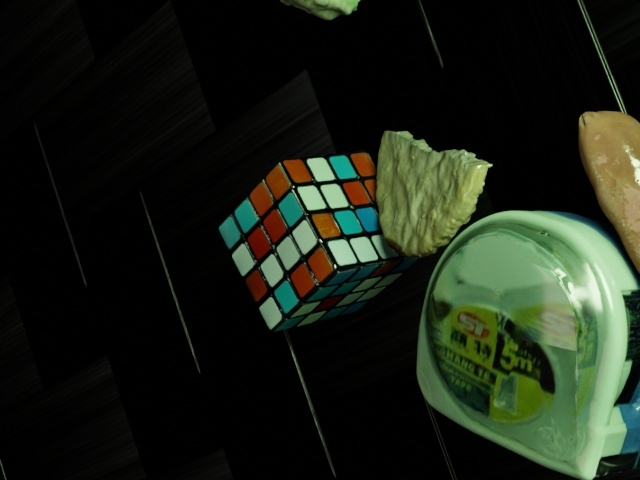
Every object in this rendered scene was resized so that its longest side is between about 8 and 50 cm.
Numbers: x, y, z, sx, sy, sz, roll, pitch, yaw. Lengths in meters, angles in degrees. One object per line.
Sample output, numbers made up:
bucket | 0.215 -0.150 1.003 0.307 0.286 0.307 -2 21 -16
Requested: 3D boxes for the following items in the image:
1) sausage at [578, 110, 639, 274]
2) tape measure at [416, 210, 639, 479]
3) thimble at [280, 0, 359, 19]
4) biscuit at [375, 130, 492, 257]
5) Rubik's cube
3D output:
sausage | 0.364 0.056 1.364 0.088 0.088 0.433 -36 72 43
tape measure | 0.233 0.100 1.469 0.259 0.138 0.262 21 111 40
thimble | -0.007 -0.366 1.579 0.150 0.219 0.219 34 120 36
biscuit | 0.111 -0.047 1.563 0.250 0.032 0.133 29 105 66
Rubik's cube | 0.000 0.000 1.675 0.151 0.154 0.155 -45 65 41
